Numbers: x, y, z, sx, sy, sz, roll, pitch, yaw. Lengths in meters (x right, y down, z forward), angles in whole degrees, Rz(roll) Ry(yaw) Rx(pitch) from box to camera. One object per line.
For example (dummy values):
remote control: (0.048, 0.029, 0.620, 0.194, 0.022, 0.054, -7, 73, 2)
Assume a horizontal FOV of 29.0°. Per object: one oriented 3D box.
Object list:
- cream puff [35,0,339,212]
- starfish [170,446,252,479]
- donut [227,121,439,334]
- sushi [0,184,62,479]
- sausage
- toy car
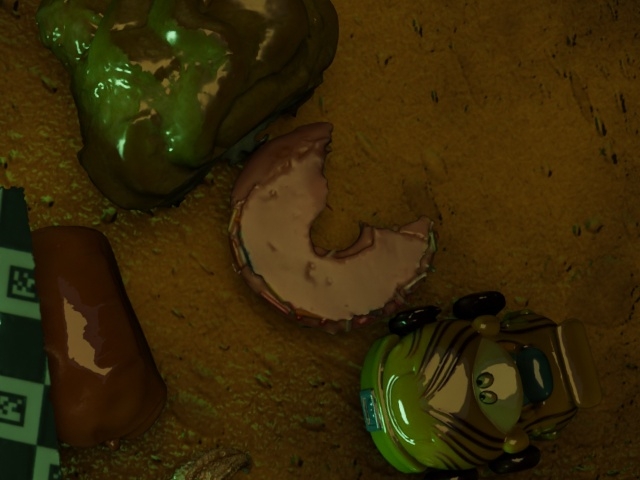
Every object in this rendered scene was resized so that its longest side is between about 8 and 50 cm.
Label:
cream puff: (-0.151, -0.201, 1.280, 0.323, 0.274, 0.270, -42, 93, -16)
starfish: (-0.149, 0.313, 1.270, 0.238, 0.071, 0.216, 10, 71, 1)
donut: (0.000, 0.000, 1.349, 0.233, 0.085, 0.199, 45, 75, 3)
sushi: (-0.407, 0.113, 1.227, 0.320, 0.069, 0.339, -5, 99, 9)
sausage: (-0.246, 0.100, 1.272, 0.136, 0.120, 0.241, -26, 82, -5)
toy car: (0.173, 0.153, 1.294, 0.248, 0.142, 0.200, -13, 83, -27)
